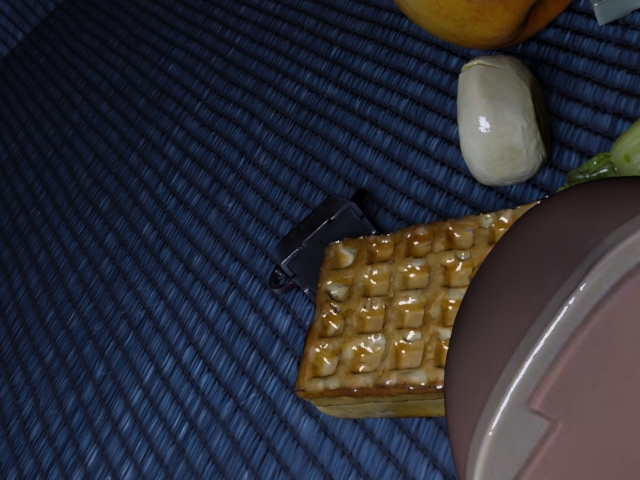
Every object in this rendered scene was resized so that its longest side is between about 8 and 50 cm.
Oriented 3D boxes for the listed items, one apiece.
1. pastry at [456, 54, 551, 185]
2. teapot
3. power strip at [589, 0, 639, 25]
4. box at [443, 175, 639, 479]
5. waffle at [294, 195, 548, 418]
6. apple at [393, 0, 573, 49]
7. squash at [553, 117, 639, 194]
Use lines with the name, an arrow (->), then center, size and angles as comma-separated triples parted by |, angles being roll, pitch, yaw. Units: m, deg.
pastry -> 0.210, -0.140, 0.877 | 0.092, 0.156, 0.156 | -14, 49, 24
teapot -> 0.000, 0.000, 0.974 | 0.177, 0.087, 0.096 | -43, 32, -1
power strip -> 0.410, -0.325, 0.947 | 0.145, 0.061, 0.215 | -22, 45, 21
box -> 0.226, 0.100, 0.530 | 0.301, 0.301, 0.216 | -38, 12, 5
waffle -> 0.130, 0.078, 0.802 | 0.308, 0.091, 0.213 | -10, 50, 30
apple -> 0.220, -0.388, 0.982 | 0.299, 0.299, 0.275 | -35, 65, 8
squash -> 0.381, -0.097, 0.761 | 0.287, 0.137, 0.137 | -41, 39, 24
